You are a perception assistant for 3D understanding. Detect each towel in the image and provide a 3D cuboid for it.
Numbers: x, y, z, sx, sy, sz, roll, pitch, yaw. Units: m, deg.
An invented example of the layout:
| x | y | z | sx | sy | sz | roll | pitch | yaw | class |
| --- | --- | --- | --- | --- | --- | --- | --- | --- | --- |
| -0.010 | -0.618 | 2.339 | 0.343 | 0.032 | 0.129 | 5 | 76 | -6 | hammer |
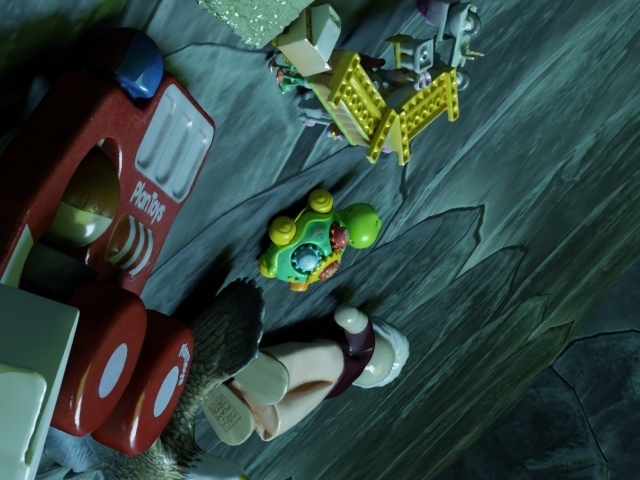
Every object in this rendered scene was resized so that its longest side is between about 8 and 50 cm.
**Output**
| x | y | z | sx | sy | sz | roll | pitch | yaw | class |
| --- | --- | --- | --- | --- | --- | --- | --- | --- | --- |
| -0.029 | -0.184 | 1.364 | 0.110 | 0.027 | 0.148 | -43 | 166 | 3 | towel |

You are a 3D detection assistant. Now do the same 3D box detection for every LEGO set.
| x | y | z | sx | sy | sz | roll | pitch | yaw | class |
| --- | --- | --- | --- | --- | --- | --- | --- | --- | --- |
| 0.018 | -0.132 | 1.573 | 0.287 | 0.107 | 0.132 | -12 | 112 | -56 | LEGO set |

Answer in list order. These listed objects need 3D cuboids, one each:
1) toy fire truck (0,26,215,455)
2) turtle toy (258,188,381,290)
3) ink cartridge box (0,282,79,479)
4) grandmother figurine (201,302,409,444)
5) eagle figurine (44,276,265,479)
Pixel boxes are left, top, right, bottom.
| x | y | z | sx | sy | sz | roll | pitch | yaw | class |
| --- | --- | --- | --- | --- | --- | --- | --- | --- | --- |
| -0.163 | -0.009 | 1.307 | 0.302 | 0.169 | 0.254 | 50 | 62 | -75 | toy fire truck |
| 0.000 | 0.000 | 1.898 | 0.130 | 0.066 | 0.095 | -36 | 164 | -25 | turtle toy |
| -0.266 | 0.110 | 1.142 | 0.353 | 0.207 | 0.119 | 115 | -8 | -47 | ink cartridge box |
| -0.004 | 0.156 | 2.285 | 0.208 | 0.104 | 0.342 | -41 | 166 | 30 | grandmother figurine |
| -0.152 | 0.181 | 1.869 | 0.226 | 0.225 | 0.298 | -91 | 177 | -54 | eagle figurine |
